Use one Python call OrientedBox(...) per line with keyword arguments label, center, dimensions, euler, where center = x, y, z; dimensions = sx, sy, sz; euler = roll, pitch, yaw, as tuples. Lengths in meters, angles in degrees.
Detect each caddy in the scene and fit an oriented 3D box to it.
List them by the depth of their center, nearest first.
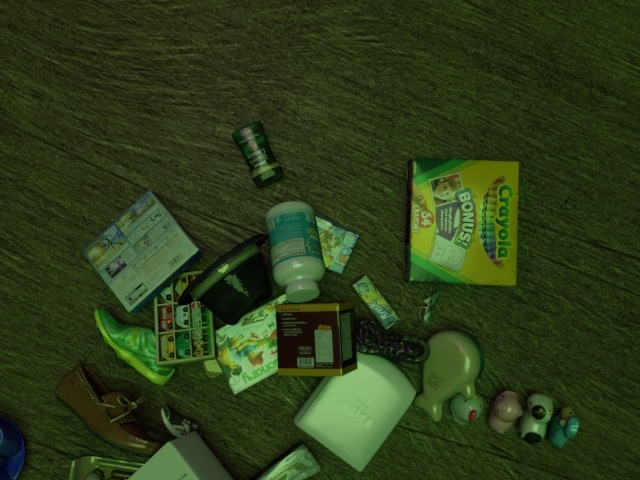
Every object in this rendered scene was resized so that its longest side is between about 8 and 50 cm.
OrientedBox(label="caddy", center=(-1.027, 0.607, 1.812), dimensions=(0.341, 0.179, 0.241), euler=(12, 65, 0))

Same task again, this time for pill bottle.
OrientedBox(label="pill bottle", center=(-0.068, 0.034, 1.765), dimensions=(0.146, 0.146, 0.264), euler=(-10, 63, -1))

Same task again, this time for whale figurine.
OrientedBox(label="whale figurine", center=(0.375, 0.390, 1.859), dimensions=(0.216, 0.141, 0.272), euler=(33, 110, 38))

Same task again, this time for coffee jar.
OrientedBox(label="coffee jar", center=(-0.183, -0.252, 1.882), dimensions=(0.096, 0.079, 0.184), euler=(-26, 90, -1))

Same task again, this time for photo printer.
OrientedBox(label="photo printer", center=(0.110, 0.476, 1.858), dimensions=(0.256, 0.107, 0.308), euler=(37, 89, 1))

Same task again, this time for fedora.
OrientedBox(label="fedora", center=(-0.223, 0.125, 1.709), dimensions=(0.334, 0.334, 0.152), euler=(-39, 88, -1))

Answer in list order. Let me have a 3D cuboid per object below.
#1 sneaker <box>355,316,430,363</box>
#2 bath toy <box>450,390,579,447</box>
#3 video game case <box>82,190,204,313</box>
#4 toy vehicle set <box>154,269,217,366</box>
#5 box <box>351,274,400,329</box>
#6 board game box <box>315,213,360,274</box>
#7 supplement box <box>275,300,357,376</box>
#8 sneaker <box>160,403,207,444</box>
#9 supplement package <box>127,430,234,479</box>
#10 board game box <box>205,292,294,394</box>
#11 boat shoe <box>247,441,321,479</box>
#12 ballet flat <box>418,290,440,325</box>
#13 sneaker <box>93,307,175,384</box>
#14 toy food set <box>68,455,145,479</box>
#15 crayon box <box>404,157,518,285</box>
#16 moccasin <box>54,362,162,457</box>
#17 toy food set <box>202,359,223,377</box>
OrientedBox(label="sneaker", center=(0.179, 0.301, 1.830), dimensions=(0.267, 0.106, 0.101), euler=(19, 73, 12))
OrientedBox(label="bath toy", center=(0.557, 0.507, 1.854), dimensions=(0.348, 0.129, 0.152), euler=(11, 89, 0))
OrientedBox(label="video game case", center=(-0.517, 0.034, 1.856), dimensions=(0.269, 0.061, 0.244), euler=(-42, 76, -1))
OrientedBox(label="toy vehicle set", center=(-0.392, 0.222, 1.842), dimensions=(0.165, 0.035, 0.267), euler=(-8, 66, -1))
OrientedBox(label="box", center=(0.162, 0.183, 1.888), dimensions=(0.054, 0.059, 0.169), euler=(-38, 90, -2))
OrientedBox(label="board game box", center=(0.000, 0.000, 1.902), dimensions=(0.201, 0.035, 0.136), euler=(26, 89, 0))
OrientedBox(label="supplement box", center=(-0.011, 0.268, 1.762), dimensions=(0.191, 0.129, 0.194), euler=(-4, 86, 22))
OrientedBox(label="sneaker", center=(-0.400, 0.551, 1.879), dimensions=(0.077, 0.072, 0.178), euler=(-36, 98, -13))
OrientedBox(label="supplement package", center=(-0.346, 0.697, 1.726), dimensions=(0.175, 0.177, 0.293), euler=(-43, 76, 5))
OrientedBox(label="board game box", center=(-0.163, 0.294, 1.875), dimensions=(0.305, 0.053, 0.193), euler=(-28, 90, -6))
OrientedBox(label="boat shoe", center=(-0.149, 0.721, 1.849), dimensions=(0.320, 0.118, 0.103), euler=(-38, 85, -8))
OrientedBox(label="ballet flat", center=(0.321, 0.197, 1.902), dimensions=(0.041, 0.041, 0.114), euler=(22, 88, 0))
OrientedBox(label="sneaker", center=(-0.541, 0.297, 1.869), dimensions=(0.295, 0.109, 0.123), euler=(42, 67, 1))
OrientedBox(label="toy food set", center=(-0.584, 0.764, 1.852), dimensions=(0.306, 0.092, 0.220), euler=(9, 89, 0))
OrientedBox(label="crayon box", center=(0.411, -0.053, 1.872), dimensions=(0.313, 0.106, 0.363), euler=(2, 89, -1))
OrientedBox(label="moccasin", center=(-0.584, 0.477, 1.798), dimensions=(0.380, 0.139, 0.147), euler=(27, 77, 32))
OrientedBox(label="toy food set", center=(-0.310, 0.364, 1.898), dimensions=(0.082, 0.020, 0.083), euler=(-21, 89, -1))
